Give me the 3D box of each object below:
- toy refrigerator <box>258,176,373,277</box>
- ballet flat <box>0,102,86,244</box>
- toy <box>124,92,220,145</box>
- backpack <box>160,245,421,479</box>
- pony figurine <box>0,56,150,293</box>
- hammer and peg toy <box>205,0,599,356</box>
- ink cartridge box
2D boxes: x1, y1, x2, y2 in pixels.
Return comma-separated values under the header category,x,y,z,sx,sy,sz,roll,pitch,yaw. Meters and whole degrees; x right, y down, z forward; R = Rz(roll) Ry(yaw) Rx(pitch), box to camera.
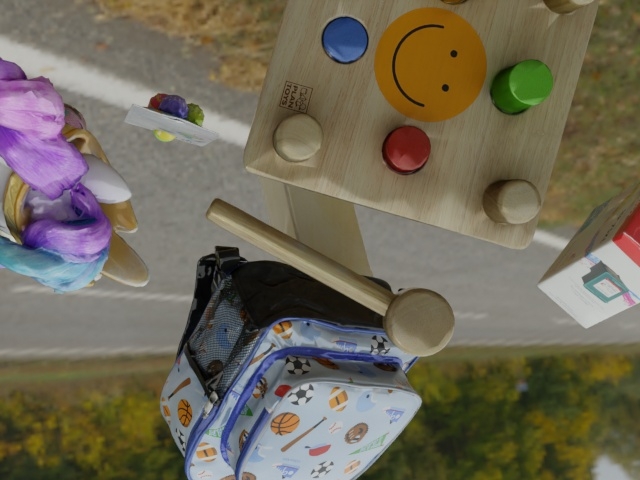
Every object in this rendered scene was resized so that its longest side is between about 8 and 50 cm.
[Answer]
category,x,y,z,sx,sy,sz,roll,pitch,yaw
toy refrigerator,0.000,0.000,1.460,0.094,0.269,0.102,-9,166,-18
ballet flat,-0.309,-0.046,1.244,0.221,0.077,0.079,-63,-179,32
toy,-0.232,-0.196,1.820,0.137,0.056,0.237,18,173,-12
backpack,-0.037,0.166,1.265,0.276,0.213,0.263,14,128,-34
pony figurine,-0.226,-0.140,0.538,0.303,0.363,0.351,-52,169,-30
hammer and peg toy,0.067,-0.094,0.958,0.266,0.361,0.127,17,180,-7
ink cartridge box,0.337,-0.005,1.197,0.134,0.078,0.231,-48,-179,-26
